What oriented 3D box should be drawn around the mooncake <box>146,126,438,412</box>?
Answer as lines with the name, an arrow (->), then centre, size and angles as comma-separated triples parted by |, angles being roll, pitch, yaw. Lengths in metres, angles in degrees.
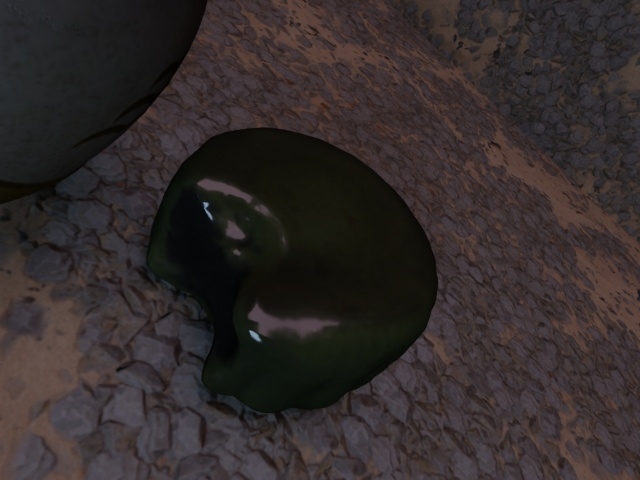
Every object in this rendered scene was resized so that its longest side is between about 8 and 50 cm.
mooncake -> -0.033, 0.027, 0.600 | 0.352, 0.187, 0.351 | 16, 46, -17

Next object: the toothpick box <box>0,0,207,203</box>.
toothpick box -> -0.341, -0.229, 0.392 | 0.409, 0.425, 0.408 | 35, 40, -36
